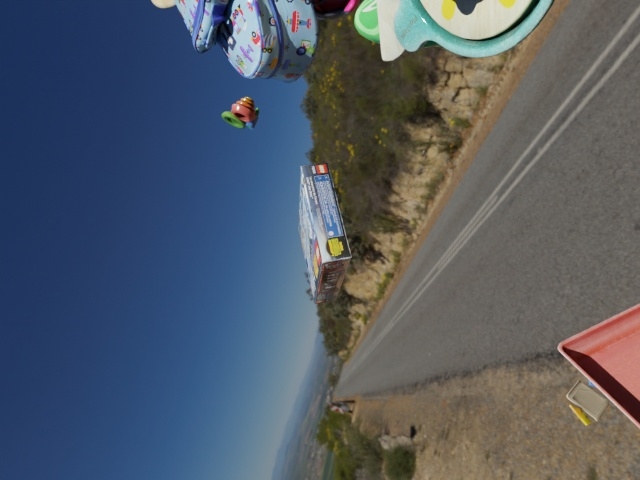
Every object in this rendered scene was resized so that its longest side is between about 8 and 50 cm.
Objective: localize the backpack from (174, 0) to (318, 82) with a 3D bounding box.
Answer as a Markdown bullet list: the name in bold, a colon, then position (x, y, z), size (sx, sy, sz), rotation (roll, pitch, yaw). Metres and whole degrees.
- **backpack**: position (-0.081, -0.255, 0.467), size (0.117, 0.173, 0.158), rotation (-27, 10, -23)

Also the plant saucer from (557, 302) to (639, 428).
- **plant saucer**: position (0.516, 0.192, 0.574), size (0.258, 0.259, 0.047), rotation (-122, 11, -52)

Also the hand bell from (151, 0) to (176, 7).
- **hand bell**: position (-0.328, -0.529, 0.721), size (0.242, 0.126, 0.126), rotation (28, -102, -62)

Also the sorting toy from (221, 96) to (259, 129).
- **sorting toy**: position (-0.147, -0.247, 0.828), size (0.102, 0.061, 0.042), rotation (7, 73, 60)

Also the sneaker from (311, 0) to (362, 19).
- **sneaker**: position (-0.049, -0.555, 0.981), size (0.121, 0.299, 0.112), rotation (66, -155, -47)

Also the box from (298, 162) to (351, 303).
- **box**: position (0.000, 0.000, 0.425), size (0.137, 0.027, 0.093), rotation (100, 160, -68)

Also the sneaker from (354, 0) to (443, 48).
- **sneaker**: position (0.149, -0.385, 0.726), size (0.295, 0.124, 0.109), rotation (36, 124, 47)

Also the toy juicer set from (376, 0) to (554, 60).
- **toy juicer set**: position (0.077, -0.210, 0.239), size (0.329, 0.089, 0.209), rotation (31, 149, 60)

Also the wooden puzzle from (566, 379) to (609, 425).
- **wooden puzzle**: position (0.584, 0.351, 0.944), size (0.116, 0.078, 0.014), rotation (-20, -40, -29)
